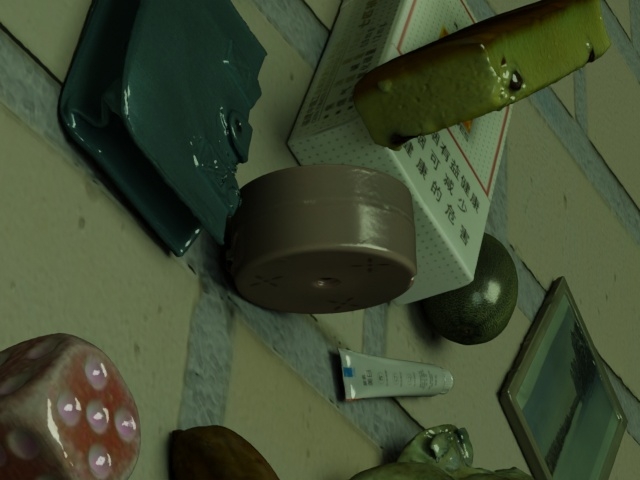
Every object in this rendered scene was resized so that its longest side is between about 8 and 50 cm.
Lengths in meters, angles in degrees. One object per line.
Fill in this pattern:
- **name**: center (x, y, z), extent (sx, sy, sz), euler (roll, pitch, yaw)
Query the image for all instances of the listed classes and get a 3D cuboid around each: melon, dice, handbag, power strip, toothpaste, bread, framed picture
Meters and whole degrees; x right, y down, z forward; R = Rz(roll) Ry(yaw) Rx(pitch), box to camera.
- **melon**: center (0.148, 0.045, 1.653), extent (0.098, 0.098, 0.131), euler (56, 32, -30)
- **dice**: center (-0.171, 0.118, 1.017), extent (0.094, 0.093, 0.091), euler (62, 29, -18)
- **handbag**: center (-0.110, -0.117, 1.302), extent (0.179, 0.062, 0.229), euler (52, 34, -35)
- **power strip**: center (0.000, 0.000, 1.348), extent (0.154, 0.154, 0.078), euler (30, 52, -53)
- **toothpaste**: center (0.069, 0.126, 1.534), extent (0.190, 0.031, 0.048), euler (11, 68, -56)
- **bread**: center (0.157, -0.163, 1.546), extent (0.361, 0.138, 0.077), euler (-31, 103, -61)
- **framed picture**: center (0.282, 0.194, 1.903), extent (0.213, 0.016, 0.289), euler (65, 28, -15)

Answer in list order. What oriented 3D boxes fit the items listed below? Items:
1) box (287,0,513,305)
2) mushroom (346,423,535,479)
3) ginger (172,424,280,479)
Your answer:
- **box**: center (0.091, -0.124, 1.647), extent (0.210, 0.095, 0.330), euler (56, 33, -28)
- **mushroom**: center (0.132, 0.274, 1.457), extent (0.344, 0.130, 0.247), euler (29, 54, -54)
- **ginger**: center (-0.013, 0.277, 1.213), extent (0.309, 0.107, 0.133), euler (56, 45, -22)
